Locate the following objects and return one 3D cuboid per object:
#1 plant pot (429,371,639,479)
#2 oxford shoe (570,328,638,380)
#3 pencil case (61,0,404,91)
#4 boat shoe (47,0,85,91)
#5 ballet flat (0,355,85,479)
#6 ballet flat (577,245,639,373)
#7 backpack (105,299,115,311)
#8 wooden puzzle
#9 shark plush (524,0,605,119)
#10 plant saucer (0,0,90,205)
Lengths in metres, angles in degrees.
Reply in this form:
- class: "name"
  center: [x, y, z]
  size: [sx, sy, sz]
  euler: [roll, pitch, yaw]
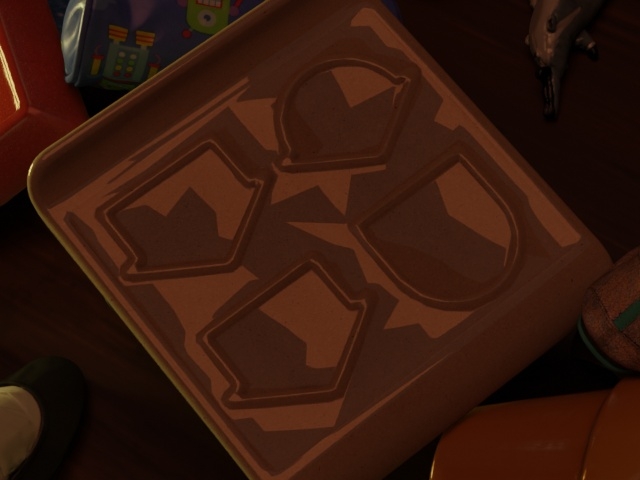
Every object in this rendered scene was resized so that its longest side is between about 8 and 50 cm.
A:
- class: "plant pot"
  center: [0.190, 0.194, 1.326]
  size: [0.188, 0.205, 0.205]
  euler: [3, 59, 30]
- class: "oxford shoe"
  center: [0.297, 0.129, 1.412]
  size: [0.227, 0.083, 0.096]
  euler: [34, 90, 26]
- class: "pencil case"
  center: [-0.072, -0.184, 1.567]
  size: [0.306, 0.119, 0.133]
  euler: [5, 80, -16]
- class: "boat shoe"
  center: [-0.200, -0.225, 1.697]
  size: [0.109, 0.089, 0.258]
  euler: [24, 61, 8]
- class: "ballet flat"
  center: [-0.286, 0.198, 1.453]
  size: [0.095, 0.096, 0.280]
  euler: [22, 66, 22]
- class: "ballet flat"
  center: [0.305, 0.013, 1.363]
  size: [0.107, 0.106, 0.316]
  euler: [44, 35, 9]
- class: "backpack"
  center: [-0.115, -0.022, 1.511]
  size: [0.188, 0.166, 0.144]
  euler: [-28, 57, -12]
- class: "wooden puzzle"
  center: [0.000, 0.000, 1.374]
  size: [0.322, 0.080, 0.348]
  euler: [-36, 78, -15]
- class: "shark plush"
  center: [0.227, -0.188, 1.616]
  size: [0.067, 0.073, 0.161]
  euler: [20, 56, -13]
- class: "plant saucer"
  center: [-0.348, -0.129, 1.625]
  size: [0.258, 0.048, 0.259]
  euler: [-35, 56, 18]
